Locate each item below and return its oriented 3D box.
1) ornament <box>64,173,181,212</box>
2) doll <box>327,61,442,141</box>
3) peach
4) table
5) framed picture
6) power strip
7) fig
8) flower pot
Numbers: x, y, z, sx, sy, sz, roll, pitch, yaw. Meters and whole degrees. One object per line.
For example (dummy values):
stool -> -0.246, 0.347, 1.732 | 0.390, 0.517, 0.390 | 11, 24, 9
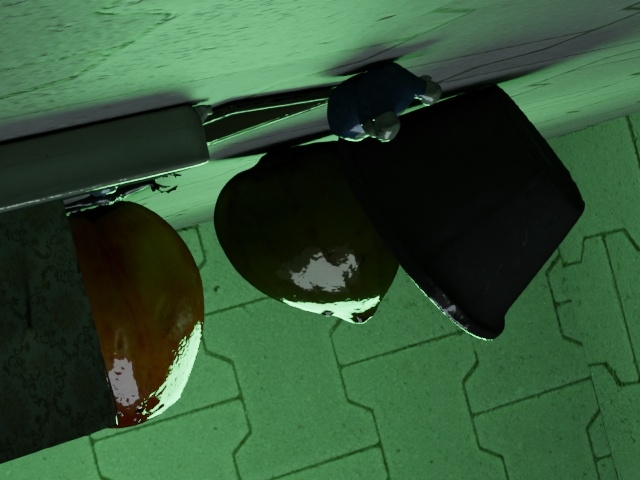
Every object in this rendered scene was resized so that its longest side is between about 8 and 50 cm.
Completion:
ornament -> -0.198, -0.049, 1.745 | 0.125, 0.028, 0.073 | -12, 180, 8
doll -> 0.044, -0.103, 1.310 | 0.076, 0.050, 0.083 | -35, -171, -30
peach -> -0.251, 0.091, 2.079 | 0.238, 0.281, 0.281 | -13, 179, -13
table -> -0.383, 0.094, 1.356 | 0.272, 0.222, 0.335 | -14, 179, 34
framed picture -> -0.079, -0.090, 1.398 | 0.183, 0.011, 0.142 | -15, 179, 44
power strip -> -0.204, -0.043, 1.224 | 0.270, 0.046, 0.118 | -15, 180, -24
fig -> 0.000, 0.000, 1.937 | 0.203, 0.225, 0.203 | -23, -161, 8
flower pot -> 0.157, -0.051, 1.804 | 0.166, 0.269, 0.269 | -38, 172, 17
